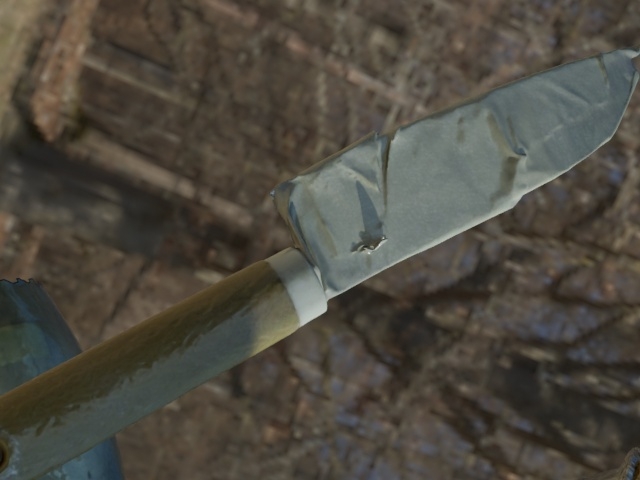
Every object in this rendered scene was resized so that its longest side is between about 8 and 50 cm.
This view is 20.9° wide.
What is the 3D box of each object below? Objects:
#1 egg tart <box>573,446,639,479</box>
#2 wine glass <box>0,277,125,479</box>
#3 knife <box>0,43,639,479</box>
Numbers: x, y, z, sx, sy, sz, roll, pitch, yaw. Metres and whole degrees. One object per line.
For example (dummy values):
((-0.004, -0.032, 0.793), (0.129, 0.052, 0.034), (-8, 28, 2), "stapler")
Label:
((0.160, 0.242, 1.170), (0.234, 0.094, 0.234), (21, 90, -81), "egg tart")
((-0.056, 0.130, 0.715), (0.264, 0.096, 0.309), (-39, -112, 41), "wine glass")
((0.001, -0.001, 0.554), (0.047, 0.298, 0.017), (59, -24, 7), "knife")
